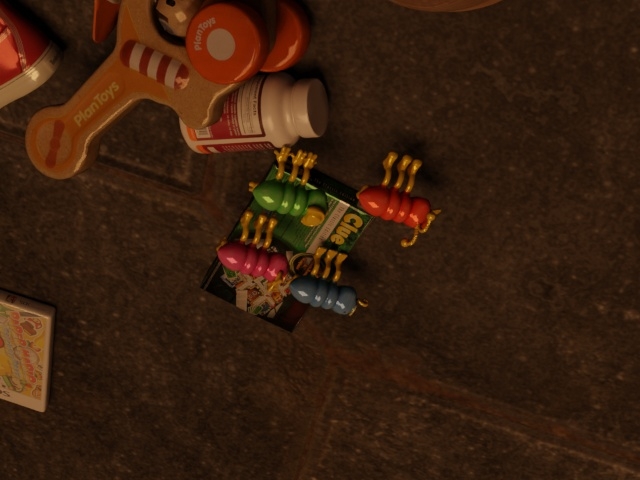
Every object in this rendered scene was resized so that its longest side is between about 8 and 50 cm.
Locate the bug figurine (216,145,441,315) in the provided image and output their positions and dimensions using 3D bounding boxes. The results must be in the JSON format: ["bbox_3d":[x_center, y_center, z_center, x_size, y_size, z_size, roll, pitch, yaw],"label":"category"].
[{"bbox_3d":[0.000,0.000,1.764,0.216,0.072,0.279,14,141,-19],"label":"bug figurine"}]

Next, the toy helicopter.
[{"bbox_3d":[-0.201,-0.201,1.640,0.355,0.140,0.235,-39,86,26],"label":"toy helicopter"}]

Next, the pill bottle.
[{"bbox_3d":[-0.072,-0.142,1.703,0.152,0.086,0.086,-2,133,22],"label":"pill bottle"}]

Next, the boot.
[{"bbox_3d":[-0.437,-0.215,1.773,0.244,0.088,0.176,-28,119,30],"label":"boot"}]

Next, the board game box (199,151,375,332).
[{"bbox_3d":[-0.042,0.008,1.886,0.136,0.030,0.259,29,136,-6],"label":"board game box"}]

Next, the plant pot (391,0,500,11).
[{"bbox_3d":[0.104,-0.298,1.463,0.237,0.109,0.237,10,137,10],"label":"plant pot"}]

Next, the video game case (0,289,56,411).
[{"bbox_3d":[-0.480,0.141,2.186,0.206,0.026,0.227,18,137,3],"label":"video game case"}]
